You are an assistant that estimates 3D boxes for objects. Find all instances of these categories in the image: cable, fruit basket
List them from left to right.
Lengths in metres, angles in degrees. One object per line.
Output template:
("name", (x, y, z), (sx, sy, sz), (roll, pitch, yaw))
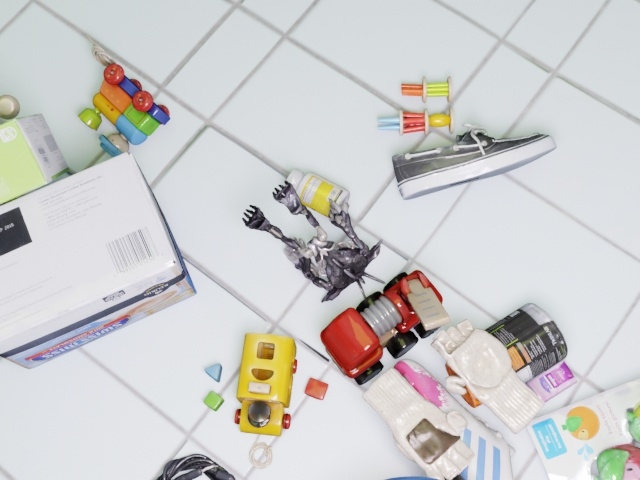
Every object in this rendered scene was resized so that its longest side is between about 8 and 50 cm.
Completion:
("cable", (-0.227, 0.457, 1.443), (0.151, 0.047, 0.184), (29, 75, 12))
("fruit basket", (0.563, 0.380, 1.375), (0.353, 0.165, 0.327), (-20, 70, -1))

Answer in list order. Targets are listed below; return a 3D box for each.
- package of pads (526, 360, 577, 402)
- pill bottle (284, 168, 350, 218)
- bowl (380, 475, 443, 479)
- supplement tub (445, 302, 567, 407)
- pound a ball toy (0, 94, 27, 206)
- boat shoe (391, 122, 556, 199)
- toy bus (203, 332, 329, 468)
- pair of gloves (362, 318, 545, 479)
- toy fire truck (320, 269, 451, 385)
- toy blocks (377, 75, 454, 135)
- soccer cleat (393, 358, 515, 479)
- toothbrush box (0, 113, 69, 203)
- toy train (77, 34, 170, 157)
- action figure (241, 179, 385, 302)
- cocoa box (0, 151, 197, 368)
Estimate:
("package of pads", (0.403, 0.249, 1.497), (0.083, 0.032, 0.050), (-30, 74, -8))
("pill bottle", (-0.008, -0.091, 1.622), (0.116, 0.065, 0.065), (29, 74, 12))
("bowl", (0.145, 0.548, 1.303), (0.391, 0.077, 0.391), (1, 95, 6))
("supplement tub", (0.319, 0.201, 1.473), (0.190, 0.117, 0.117), (-30, 72, -8))
("pound a ball toy", (-0.701, -0.145, 1.621), (0.319, 0.136, 0.208), (-13, 101, -4))
("boat shoe", (0.287, -0.167, 1.612), (0.306, 0.113, 0.104), (-17, 84, 6))
("toy bus", (-0.099, 0.258, 1.478), (0.191, 0.104, 0.202), (-38, 72, -10))
("pair of gloves", (0.216, 0.255, 1.378), (0.240, 0.042, 0.204), (-34, 73, -8))
("toy fire truck", (0.119, 0.138, 1.435), (0.217, 0.246, 0.158), (-35, 71, -10))
("toy blocks", (0.186, -0.266, 1.682), (0.148, 0.054, 0.123), (-2, 71, 3))
("soccer cleat", (0.240, 0.339, 1.444), (0.143, 0.116, 0.331), (-19, 69, -25))
("toothbrush box", (-0.602, -0.107, 1.464), (0.283, 0.206, 0.122), (-23, 102, -2))
("toy train", (-0.431, -0.283, 1.701), (0.248, 0.105, 0.143), (43, 91, 16))
("action figure", (0.000, 0.000, 1.538), (0.164, 0.276, 0.141), (-43, 33, 13))
("cocoa box", (-0.431, 0.043, 1.505), (0.347, 0.228, 0.231), (-24, 73, -6))
